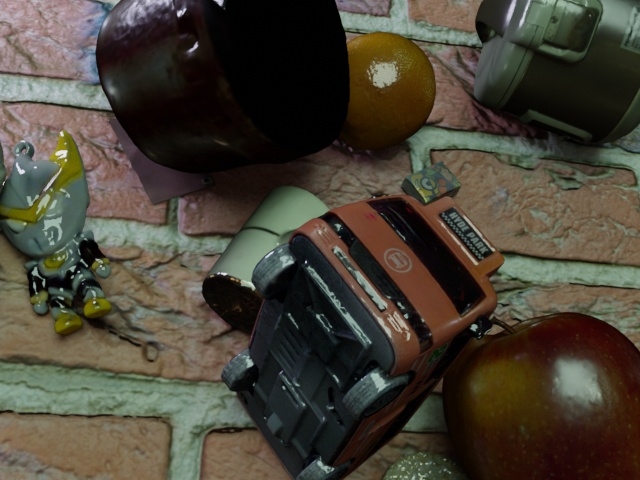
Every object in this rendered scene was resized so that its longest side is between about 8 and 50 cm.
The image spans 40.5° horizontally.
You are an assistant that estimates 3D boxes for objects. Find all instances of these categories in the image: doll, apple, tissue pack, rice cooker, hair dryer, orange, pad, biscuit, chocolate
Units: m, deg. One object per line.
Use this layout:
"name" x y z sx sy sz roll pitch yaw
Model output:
"doll" -0.394 -0.015 1.251 0.103 0.145 0.316 5 53 -55
"apple" 0.306 0.238 1.125 0.288 0.288 0.317 -11 76 -19
"tissue pack" 0.188 -0.092 1.471 0.083 0.035 0.063 -23 64 -27
"rice cooker" 0.433 -0.353 1.534 0.325 0.335 0.335 19 54 0
"hair dryer" 0.000 0.000 1.184 0.128 0.362 0.203 47 52 -18
"orange" 0.096 -0.250 1.466 0.206 0.206 0.206 6 55 -9
"pad" -0.261 -0.146 1.423 0.113 0.006 0.188 -20 63 -23
"biscuit" 0.149 0.356 1.166 0.152 0.020 0.152 5 55 -8
"chocolate" -0.169 -0.278 1.310 0.331 0.384 0.384 -7 50 26

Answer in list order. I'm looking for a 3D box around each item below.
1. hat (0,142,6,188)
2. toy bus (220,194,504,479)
"hat" -0.539 -0.021 1.208 0.258 0.168 0.301 -10 81 10
"toy bus" 0.042 0.134 1.047 0.233 0.427 0.203 -26 66 -30
